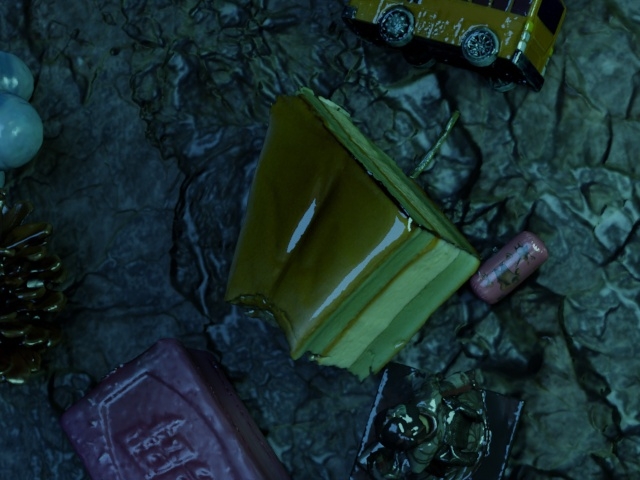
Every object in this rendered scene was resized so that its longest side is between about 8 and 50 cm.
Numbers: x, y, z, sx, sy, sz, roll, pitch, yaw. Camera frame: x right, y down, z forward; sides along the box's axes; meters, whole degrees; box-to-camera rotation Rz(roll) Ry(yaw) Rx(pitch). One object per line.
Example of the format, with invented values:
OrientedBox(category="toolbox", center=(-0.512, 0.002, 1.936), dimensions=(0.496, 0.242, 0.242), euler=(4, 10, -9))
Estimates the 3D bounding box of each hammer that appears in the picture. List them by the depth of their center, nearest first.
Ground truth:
OrientedBox(category="hammer", center=(0.182, 0.025, 1.670), dimensions=(0.083, 0.043, 0.043), euler=(-40, 65, 10))

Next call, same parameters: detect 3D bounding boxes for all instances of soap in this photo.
OrientedBox(category="soap", center=(-0.130, 0.234, 1.726), dimensions=(0.162, 0.099, 0.250), euler=(-38, 66, 3))

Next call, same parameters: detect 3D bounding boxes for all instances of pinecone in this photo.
OrientedBox(category="pinecone", center=(-0.360, 0.043, 1.827), dimensions=(0.186, 0.168, 0.212), euler=(8, 101, 2))

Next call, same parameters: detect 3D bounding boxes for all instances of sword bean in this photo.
OrientedBox(category="sword bean", center=(0.117, -0.097, 1.745), dimensions=(0.012, 0.012, 0.083), euler=(35, 91, 26))

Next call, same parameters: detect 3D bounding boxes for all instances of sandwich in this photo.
OrientedBox(category="sandwich", center=(0.000, 0.000, 1.686), dimensions=(0.198, 0.155, 0.227), euler=(-47, 54, 12))

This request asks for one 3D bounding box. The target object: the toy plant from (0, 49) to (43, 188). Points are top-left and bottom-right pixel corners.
OrientedBox(category="toy plant", center=(-0.448, -0.144, 1.889), dimensions=(0.332, 0.247, 0.247), euler=(12, 82, 21))

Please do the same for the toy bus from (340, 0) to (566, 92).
OrientedBox(category="toy bus", center=(0.133, -0.228, 1.722), dimensions=(0.201, 0.098, 0.114), euler=(19, 84, 26))

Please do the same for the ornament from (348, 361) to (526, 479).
OrientedBox(category="ornament", center=(0.078, 0.180, 1.593), dimensions=(0.153, 0.196, 0.166), euler=(14, 82, 25))
